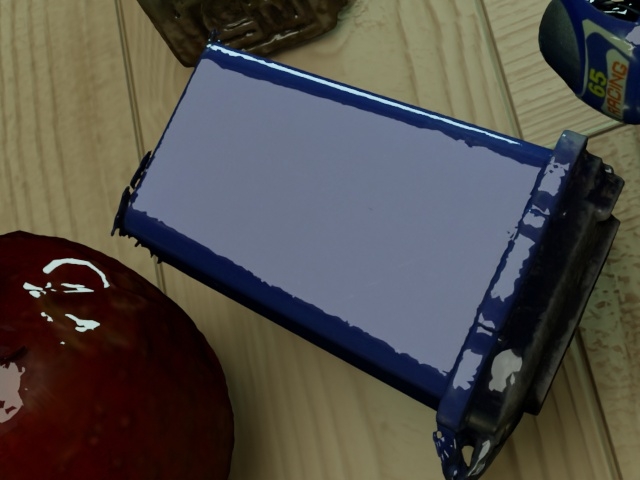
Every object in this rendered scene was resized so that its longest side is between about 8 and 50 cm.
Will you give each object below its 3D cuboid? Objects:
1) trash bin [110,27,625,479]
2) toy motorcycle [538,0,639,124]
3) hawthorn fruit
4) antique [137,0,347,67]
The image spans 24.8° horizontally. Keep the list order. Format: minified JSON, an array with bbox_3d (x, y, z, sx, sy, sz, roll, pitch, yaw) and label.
[{"bbox_3d":[0.023,0.008,0.767,0.234,0.162,0.184,24,82,10],"label":"trash bin"},{"bbox_3d":[0.217,-0.135,0.766,0.169,0.113,0.315,14,48,19],"label":"toy motorcycle"},{"bbox_3d":[-0.171,0.089,0.792,0.230,0.266,0.210,24,76,22],"label":"hawthorn fruit"},{"bbox_3d":[-0.072,-0.273,0.986,0.125,0.150,0.284,-17,55,14],"label":"antique"}]
